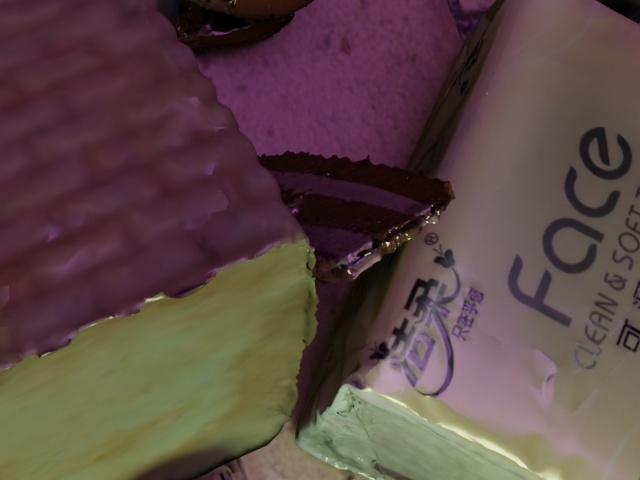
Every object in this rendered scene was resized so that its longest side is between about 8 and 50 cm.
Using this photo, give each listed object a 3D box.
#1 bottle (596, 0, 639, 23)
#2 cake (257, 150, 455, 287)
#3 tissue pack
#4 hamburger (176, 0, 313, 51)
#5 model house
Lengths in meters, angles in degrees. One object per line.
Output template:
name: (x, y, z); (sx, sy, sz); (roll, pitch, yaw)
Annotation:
bottle: (0.252, -0.212, 1.423); (0.096, 0.254, 0.079); (17, 67, -17)
cake: (0.000, 0.000, 1.268); (0.116, 0.295, 0.112); (-36, 105, -20)
tissue pack: (0.210, 0.040, 1.359); (0.332, 0.205, 0.405); (27, 66, -6)
hamburger: (-0.085, -0.245, 1.388); (0.185, 0.113, 0.177); (30, 67, -10)
model house: (-0.281, 0.004, 1.132); (0.445, 0.395, 0.400); (-25, 72, -13)
